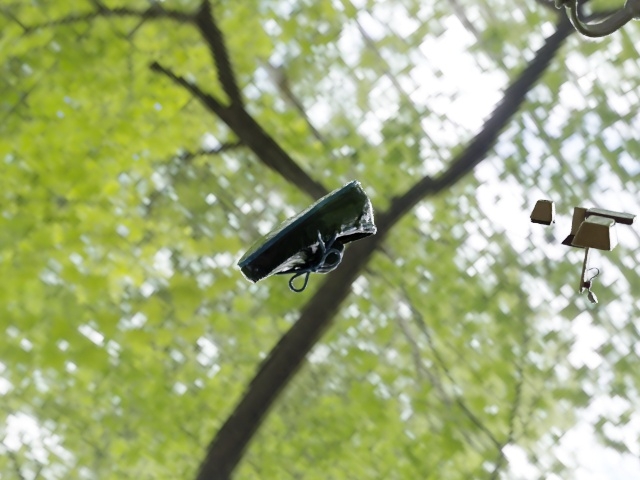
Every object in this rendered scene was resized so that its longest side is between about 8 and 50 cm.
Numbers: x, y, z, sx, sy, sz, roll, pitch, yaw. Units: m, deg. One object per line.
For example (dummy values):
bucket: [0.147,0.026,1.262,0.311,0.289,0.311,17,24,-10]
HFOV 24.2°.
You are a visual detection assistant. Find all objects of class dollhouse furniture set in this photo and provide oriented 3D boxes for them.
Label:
dollhouse furniture set: [0.211,0.016,1.260,0.091,0.114,0.081,10,-80,16]

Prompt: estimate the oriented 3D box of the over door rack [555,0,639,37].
over door rack: [0.173,-0.343,1.091,0.108,0.324,0.239,-17,-144,-2]

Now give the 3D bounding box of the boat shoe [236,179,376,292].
boat shoe: [0.000,0.000,1.900,0.109,0.089,0.258,-26,-175,46]
